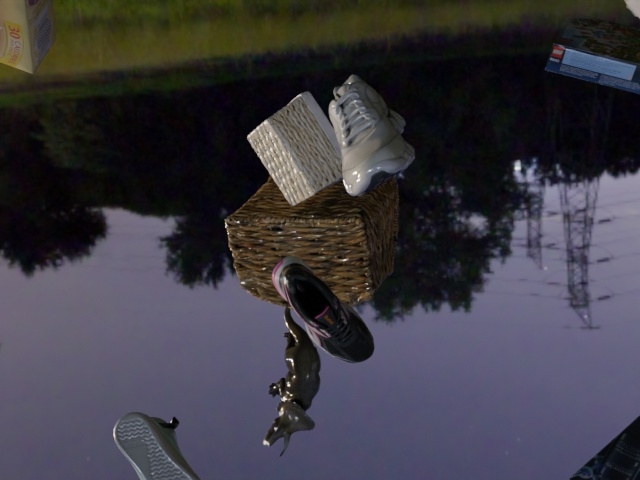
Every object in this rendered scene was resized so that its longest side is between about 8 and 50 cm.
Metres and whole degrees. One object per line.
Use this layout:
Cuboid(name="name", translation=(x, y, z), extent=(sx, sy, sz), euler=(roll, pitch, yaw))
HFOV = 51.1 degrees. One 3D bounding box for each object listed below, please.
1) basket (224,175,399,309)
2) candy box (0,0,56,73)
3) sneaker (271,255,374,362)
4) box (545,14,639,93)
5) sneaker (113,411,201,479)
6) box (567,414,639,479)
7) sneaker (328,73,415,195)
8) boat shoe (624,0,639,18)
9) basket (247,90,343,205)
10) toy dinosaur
Cuboid(name="basket", translation=(0.000, 0.000, 1.329), extent=(0.299, 0.213, 0.223), euler=(1, -151, 23))
Cuboid(name="candy box", translation=(-0.461, -0.380, 0.880), extent=(0.183, 0.087, 0.316), euler=(19, 148, -8))
Cuboid(name="sneaker", translation=(0.005, 0.101, 0.878), extent=(0.072, 0.178, 0.077), euler=(-47, -165, -2))
Cuboid(name="box", translation=(0.467, -0.303, 1.074), extent=(0.159, 0.044, 0.233), euler=(20, -145, 19))
Cuboid(name="sneaker", translation=(-0.242, 0.400, 1.130), extent=(0.094, 0.256, 0.151), euler=(-33, 167, -5))
Cuboid(name="box", translation=(0.764, 0.614, 1.515), extent=(0.395, 0.212, 0.293), euler=(-33, -142, -18))
Cuboid(name="sneaker", translation=(0.058, -0.154, 0.943), extent=(0.110, 0.118, 0.292), euler=(-30, -159, 13))
Cuboid(name="boat shoe", translation=(0.267, -0.170, 0.361), extent=(0.078, 0.070, 0.219), euler=(-49, -175, -15))
Cuboid(name="basket", translation=(-0.035, -0.156, 1.183), extent=(0.103, 0.167, 0.113), euler=(-38, -173, -29))
Cuboid(name="toy dinosaur", translation=(-0.040, 0.279, 1.408), extent=(0.121, 0.313, 0.160), euler=(15, 178, -20))
